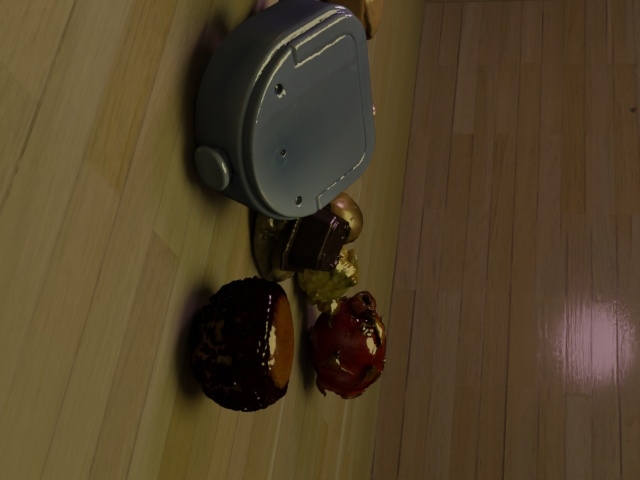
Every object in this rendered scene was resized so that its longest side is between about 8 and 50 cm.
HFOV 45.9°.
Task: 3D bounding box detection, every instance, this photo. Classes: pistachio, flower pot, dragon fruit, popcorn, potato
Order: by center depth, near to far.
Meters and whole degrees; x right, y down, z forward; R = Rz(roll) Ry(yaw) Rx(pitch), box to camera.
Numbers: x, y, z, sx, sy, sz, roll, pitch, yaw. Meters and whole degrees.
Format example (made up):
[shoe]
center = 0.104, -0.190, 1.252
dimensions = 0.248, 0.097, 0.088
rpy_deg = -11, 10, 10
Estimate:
[flower pot]
center = 0.000, 0.000, 1.685
dimensions = 0.251, 0.084, 0.179
rpy_deg = 16, 95, -76
[popcorn]
center = 0.011, 0.101, 1.974
dimensions = 0.168, 0.173, 0.195
rpy_deg = -7, 132, -40
[dragon fruit]
center = 0.076, 0.292, 2.087
dimensions = 0.315, 0.250, 0.250
rpy_deg = 111, -5, -51
[pistachio]
center = 0.091, -0.683, 2.114
dimensions = 0.293, 0.162, 0.182
rpy_deg = 75, -8, -46
[potato]
center = 0.058, -0.065, 2.170
dimensions = 0.176, 0.137, 0.137
rpy_deg = 68, 28, -54

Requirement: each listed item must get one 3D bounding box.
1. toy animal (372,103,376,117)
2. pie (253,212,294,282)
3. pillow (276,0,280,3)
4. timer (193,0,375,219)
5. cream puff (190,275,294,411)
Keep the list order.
[toy animal]
center = 0.033, -0.250, 1.864
dimensions = 0.229, 0.210, 0.221
rpy_deg = -47, 143, -14
[pie]
center = -0.059, -0.063, 1.707
dimensions = 0.339, 0.077, 0.339
rpy_deg = 21, 90, -76
[pillow]
center = -0.083, -0.331, 1.579
dimensions = 0.308, 0.108, 0.305
rpy_deg = -65, 158, -49
[timer]
center = -0.076, -0.219, 1.365
dimensions = 0.395, 0.173, 0.395
rpy_deg = -32, 135, -39
[cream puff]
center = -0.136, 0.182, 1.336
dimensions = 0.239, 0.164, 0.239
rpy_deg = -1, 90, -79
